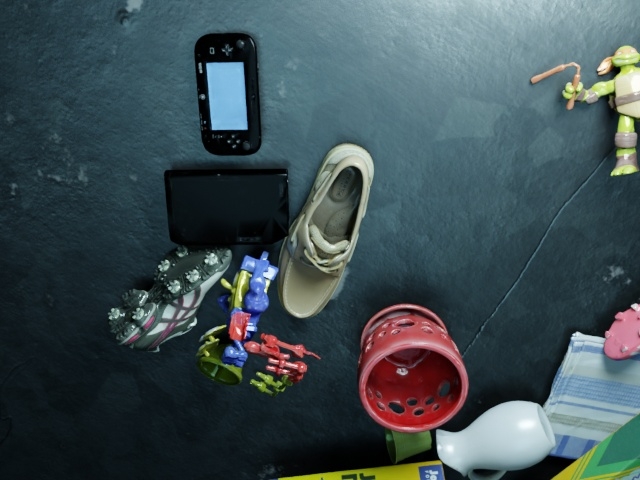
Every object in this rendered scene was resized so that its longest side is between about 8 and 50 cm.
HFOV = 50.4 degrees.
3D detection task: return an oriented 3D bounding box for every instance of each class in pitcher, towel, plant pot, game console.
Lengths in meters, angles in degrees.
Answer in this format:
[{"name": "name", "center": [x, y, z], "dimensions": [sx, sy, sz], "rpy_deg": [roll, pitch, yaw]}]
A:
[{"name": "pitcher", "center": [0.360, 0.410, 1.349], "dimensions": [0.207, 0.125, 0.177], "rpy_deg": [-27, 123, 23]}, {"name": "towel", "center": [0.547, 0.319, 1.346], "dimensions": [0.209, 0.034, 0.284], "rpy_deg": [10, 114, -5]}, {"name": "plant pot", "center": [0.161, 0.225, 1.241], "dimensions": [0.191, 0.174, 0.191], "rpy_deg": [1, 111, 2]}, {"name": "plant pot", "center": [0.179, 0.402, 1.370], "dimensions": [0.079, 0.083, 0.083], "rpy_deg": [-7, 112, -8]}, {"name": "game console", "center": [-0.165, -0.164, 1.155], "dimensions": [0.213, 0.044, 0.361], "rpy_deg": [-1, 108, 1]}]

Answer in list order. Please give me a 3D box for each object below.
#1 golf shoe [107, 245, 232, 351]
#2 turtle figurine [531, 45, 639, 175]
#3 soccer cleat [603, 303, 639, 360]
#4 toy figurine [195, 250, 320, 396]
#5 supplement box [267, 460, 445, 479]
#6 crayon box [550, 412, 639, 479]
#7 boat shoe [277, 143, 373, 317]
[{"name": "golf shoe", "center": [-0.262, 0.102, 1.260], "dimensions": [0.273, 0.105, 0.120], "rpy_deg": [-38, 138, 7]}, {"name": "turtle figurine", "center": [0.492, -0.217, 1.094], "dimensions": [0.270, 0.087, 0.217], "rpy_deg": [-11, 92, 19]}, {"name": "soccer cleat", "center": [0.621, 0.130, 1.234], "dimensions": [0.095, 0.083, 0.248], "rpy_deg": [32, 100, -27]}, {"name": "toy figurine", "center": [-0.108, 0.132, 1.235], "dimensions": [0.191, 0.217, 0.362], "rpy_deg": [14, 155, -7]}, {"name": "supplement box", "center": [0.083, 0.586, 1.350], "dimensions": [0.357, 0.194, 0.195], "rpy_deg": [-8, 136, 4]}, {"name": "crayon box", "center": [0.583, 0.518, 1.365], "dimensions": [0.323, 0.083, 0.203], "rpy_deg": [-42, 114, 10]}, {"name": "boat shoe", "center": [0.000, 0.000, 1.189], "dimensions": [0.122, 0.110, 0.340], "rpy_deg": [15, 112, -4]}]
